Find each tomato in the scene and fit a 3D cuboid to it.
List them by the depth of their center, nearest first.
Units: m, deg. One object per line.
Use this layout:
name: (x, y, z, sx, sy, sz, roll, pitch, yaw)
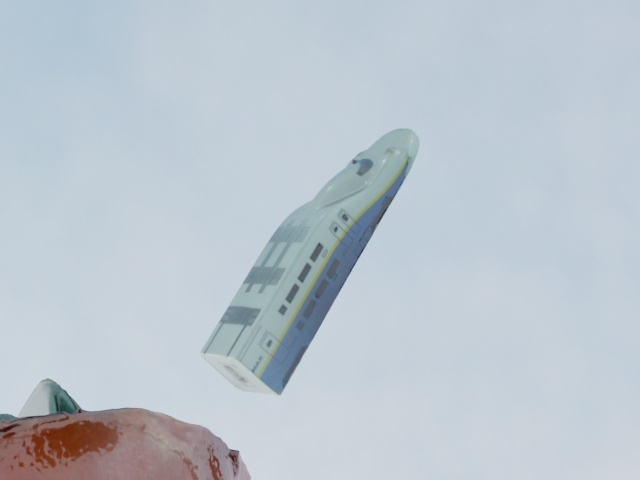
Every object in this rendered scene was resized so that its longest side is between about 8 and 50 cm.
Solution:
tomato: (-0.131, 0.184, 0.662, 0.225, 0.085, 0.225, -10, -46, -11)

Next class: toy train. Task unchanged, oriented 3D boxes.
toy train: (0.000, 0.000, 0.885, 0.051, 0.052, 0.234, 45, -116, -31)

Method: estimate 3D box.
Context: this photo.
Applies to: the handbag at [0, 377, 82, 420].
handbag: (-0.283, 0.291, 1.360, 0.089, 0.326, 0.238, -35, -95, -31)
